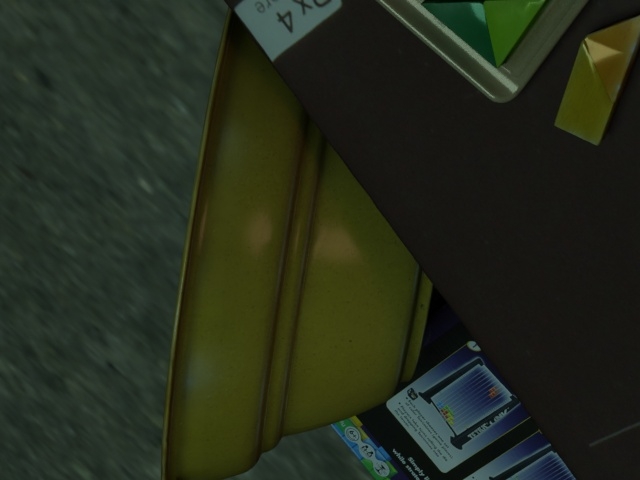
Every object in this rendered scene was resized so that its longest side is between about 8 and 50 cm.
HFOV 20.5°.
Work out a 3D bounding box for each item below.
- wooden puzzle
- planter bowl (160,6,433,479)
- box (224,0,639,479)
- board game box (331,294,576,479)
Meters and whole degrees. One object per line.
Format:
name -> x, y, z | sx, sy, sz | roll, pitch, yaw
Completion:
wooden puzzle -> 0.049, -0.084, 0.526 | 0.116, 0.014, 0.079 | 37, 130, 12
planter bowl -> 0.000, 0.000, 0.690 | 0.090, 0.217, 0.217 | 8, 124, 1
box -> 0.079, -0.111, 0.590 | 0.191, 0.143, 0.381 | -35, 95, 41
board game box -> 0.100, 0.093, 0.752 | 0.170, 0.048, 0.141 | 51, 130, 0
